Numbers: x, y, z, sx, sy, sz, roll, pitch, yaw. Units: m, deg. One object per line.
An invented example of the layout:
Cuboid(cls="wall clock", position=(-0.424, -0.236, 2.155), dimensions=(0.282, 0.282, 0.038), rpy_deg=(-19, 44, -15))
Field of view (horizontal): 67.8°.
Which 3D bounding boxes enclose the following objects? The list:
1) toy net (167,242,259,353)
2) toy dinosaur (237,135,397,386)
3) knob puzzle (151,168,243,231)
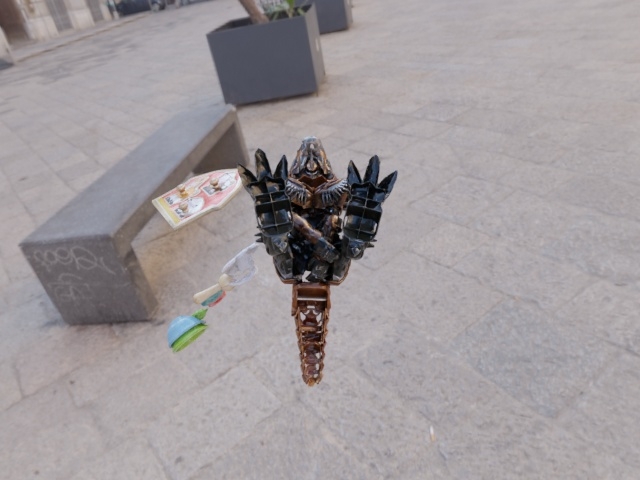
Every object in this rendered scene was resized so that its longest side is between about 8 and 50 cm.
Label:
Cuboid(cls="toy net", position=(-0.160, 0.092, 0.782), dimensions=(0.232, 0.045, 0.122), rpy_deg=(-44, -10, 20))
Cuboid(cls="toy dinosaur", position=(0.000, 0.000, 0.592), dimensions=(0.164, 0.218, 0.322), rpy_deg=(-17, 66, -13))
Cuboid(cls="knob puzzle", position=(-0.242, -0.106, 0.980), dimensions=(0.213, 0.030, 0.213), rpy_deg=(-14, 34, 10))
